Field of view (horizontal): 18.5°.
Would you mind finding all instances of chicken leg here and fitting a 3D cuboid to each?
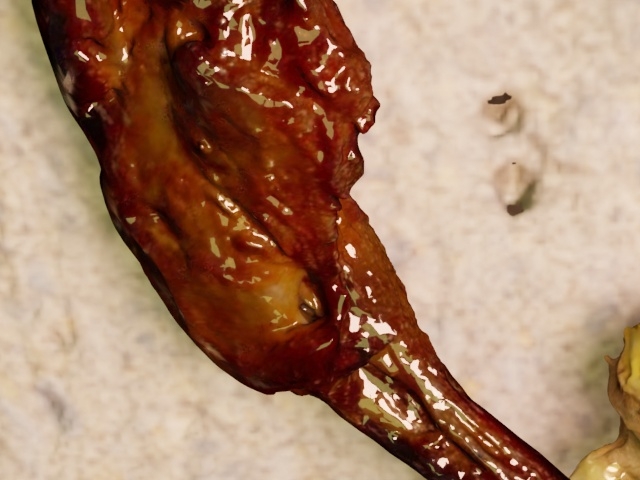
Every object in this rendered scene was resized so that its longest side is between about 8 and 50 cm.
[{"bbox_3d":[0.000,0.000,0.857,0.158,0.096,0.407,-17,110,45],"label":"chicken leg"}]

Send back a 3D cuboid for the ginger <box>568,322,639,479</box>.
[{"bbox_3d":[0.210,0.070,0.886,0.216,0.102,0.157,-21,140,9],"label":"ginger"}]
